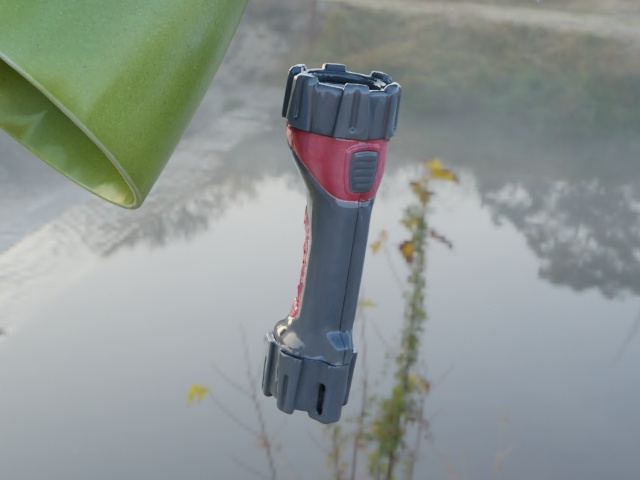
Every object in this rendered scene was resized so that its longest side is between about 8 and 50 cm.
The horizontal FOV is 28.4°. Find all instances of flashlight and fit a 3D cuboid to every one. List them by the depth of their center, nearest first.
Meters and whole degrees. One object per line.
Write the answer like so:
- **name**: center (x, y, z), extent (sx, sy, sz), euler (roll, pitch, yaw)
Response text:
- **flashlight**: center (0.000, 0.000, 1.124), extent (0.103, 0.304, 0.103), euler (13, 19, 11)

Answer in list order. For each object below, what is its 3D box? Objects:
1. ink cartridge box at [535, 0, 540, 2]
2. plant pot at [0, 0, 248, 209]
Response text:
- **ink cartridge box**: center (0.161, -0.352, 1.229), extent (0.217, 0.159, 0.092), euler (28, 29, 9)
- **plant pot**: center (-0.169, -0.224, 1.059), extent (0.274, 0.293, 0.275), euler (35, -14, 10)
